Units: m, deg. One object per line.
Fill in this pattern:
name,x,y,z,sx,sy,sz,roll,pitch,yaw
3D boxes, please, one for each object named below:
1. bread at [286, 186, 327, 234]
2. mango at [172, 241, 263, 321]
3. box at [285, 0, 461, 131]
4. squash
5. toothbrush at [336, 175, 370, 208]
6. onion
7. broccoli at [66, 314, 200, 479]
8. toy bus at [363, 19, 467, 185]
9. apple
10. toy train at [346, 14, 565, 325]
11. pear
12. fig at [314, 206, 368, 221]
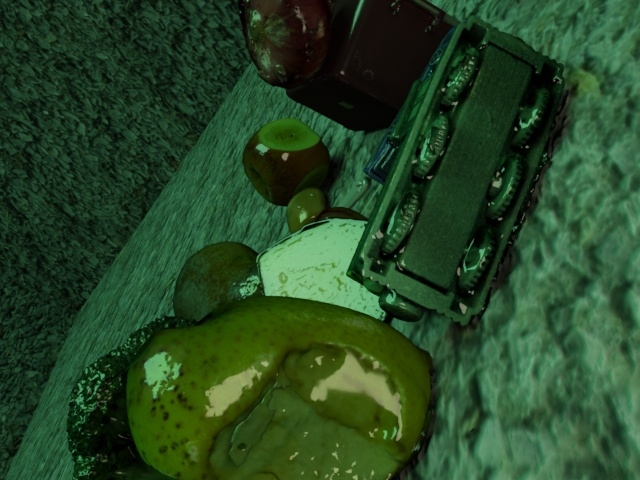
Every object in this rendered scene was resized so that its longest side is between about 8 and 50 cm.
bread,-0.028,-0.047,1.355,0.082,0.056,0.115,-50,19,26
mango,-0.143,0.096,1.284,0.316,0.146,0.192,-6,72,61
box,0.070,-0.286,1.280,0.167,0.193,0.294,-66,19,-6
squash,0.026,0.068,0.999,0.184,0.085,0.192,-25,56,15
toothbrush,0.002,0.000,1.176,0.304,0.030,0.030,-51,17,47
onion,-0.039,-0.319,1.170,0.147,0.184,0.184,-25,7,-21
broccoli,-0.162,0.247,0.983,0.297,0.297,0.297,28,86,34
toy bus,0.143,-0.173,1.064,0.236,0.079,0.094,-58,16,0
apple,-0.059,-0.147,1.439,0.147,0.146,0.163,-37,-23,-16
toy train,0.132,-0.063,0.845,0.330,0.138,0.178,-66,9,-15
pear,-0.040,0.140,0.757,0.238,0.255,0.164,-58,15,-16
fig,0.049,-0.002,1.058,0.125,0.089,0.089,-2,55,40
